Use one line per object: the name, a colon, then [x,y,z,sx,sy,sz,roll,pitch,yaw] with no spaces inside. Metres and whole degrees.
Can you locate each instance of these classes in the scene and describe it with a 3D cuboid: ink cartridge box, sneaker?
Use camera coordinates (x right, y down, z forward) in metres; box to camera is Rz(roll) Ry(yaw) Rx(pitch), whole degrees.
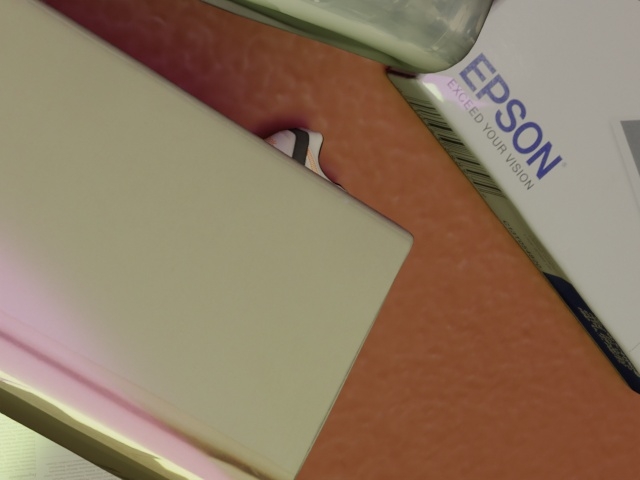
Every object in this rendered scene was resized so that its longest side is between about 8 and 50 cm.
ink cartridge box: [0.179,-0.071,0.700,0.224,0.045,0.223,-44,113,-7]
sneaker: [0.000,0.000,0.652,0.043,0.040,0.109,-28,111,-15]

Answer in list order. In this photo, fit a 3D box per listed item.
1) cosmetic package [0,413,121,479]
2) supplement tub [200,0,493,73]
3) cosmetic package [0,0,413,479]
cosmetic package: [-0.169,0.099,0.599,0.239,0.060,0.099,-3,100,-20]
supplement tub: [0.015,-0.235,0.521,0.193,0.193,0.316,18,95,-23]
cosmetic package: [-0.142,-0.027,0.493,0.309,0.160,0.113,30,75,-14]
